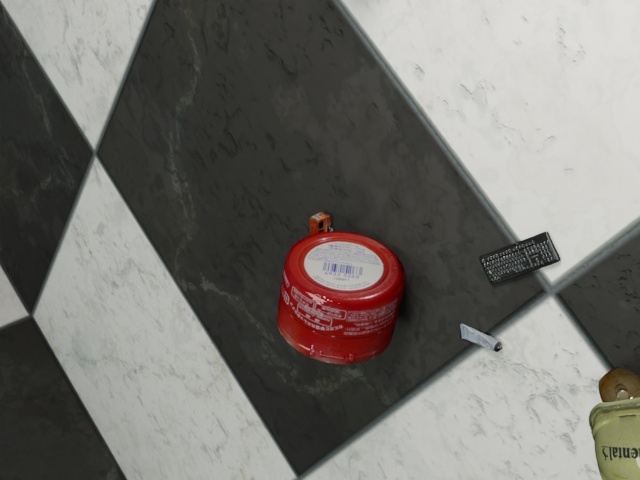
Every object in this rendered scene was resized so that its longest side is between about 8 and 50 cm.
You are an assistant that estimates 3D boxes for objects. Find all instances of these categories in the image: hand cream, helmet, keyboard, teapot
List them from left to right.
[{"bbox_3d":[0.036,0.098,1.629,0.230,0.230,0.149,37,137,32],"label":"hand cream"},{"bbox_3d":[0.276,0.169,1.551,0.093,0.019,0.030,24,129,50],"label":"hand cream"},{"bbox_3d":[0.312,0.029,1.431,0.155,0.010,0.053,-28,85,53],"label":"keyboard"},{"bbox_3d":[0.445,0.216,1.306,0.085,0.110,0.080,-40,58,10],"label":"teapot"},{"bbox_3d":[0.475,0.306,1.218,0.204,0.137,0.257,32,147,-19],"label":"helmet"}]

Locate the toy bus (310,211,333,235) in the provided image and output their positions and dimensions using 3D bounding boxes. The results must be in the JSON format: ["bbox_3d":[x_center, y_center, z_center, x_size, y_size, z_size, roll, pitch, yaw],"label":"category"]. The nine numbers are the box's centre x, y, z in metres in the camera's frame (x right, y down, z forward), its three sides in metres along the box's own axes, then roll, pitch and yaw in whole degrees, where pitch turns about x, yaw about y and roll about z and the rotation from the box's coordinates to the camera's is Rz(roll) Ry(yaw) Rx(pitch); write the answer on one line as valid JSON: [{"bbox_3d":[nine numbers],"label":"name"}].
[{"bbox_3d":[0.000,0.000,1.765,0.031,0.043,0.110,26,128,40],"label":"toy bus"}]
